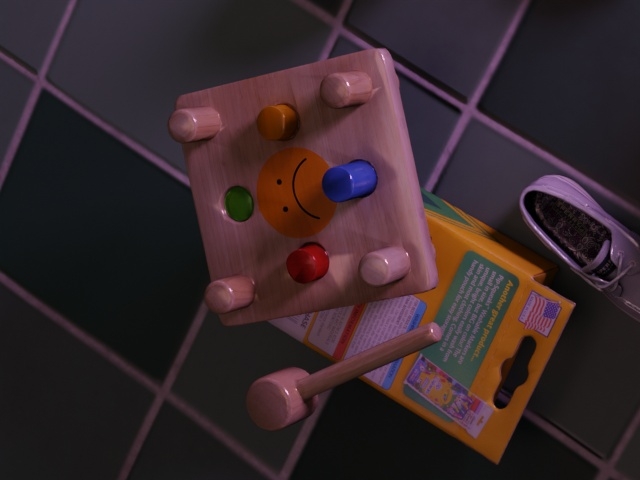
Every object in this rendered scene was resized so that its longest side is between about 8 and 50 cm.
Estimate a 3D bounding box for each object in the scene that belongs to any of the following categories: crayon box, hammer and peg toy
[{"bbox_3d":[0.110,0.067,2.054,0.323,0.083,0.203,32,111,21],"label":"crayon box"},{"bbox_3d":[0.000,0.000,1.984,0.266,0.127,0.361,-12,92,27],"label":"hammer and peg toy"}]

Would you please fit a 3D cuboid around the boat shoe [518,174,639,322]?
[{"bbox_3d":[0.289,0.020,1.950,0.227,0.081,0.079,42,114,17],"label":"boat shoe"}]
